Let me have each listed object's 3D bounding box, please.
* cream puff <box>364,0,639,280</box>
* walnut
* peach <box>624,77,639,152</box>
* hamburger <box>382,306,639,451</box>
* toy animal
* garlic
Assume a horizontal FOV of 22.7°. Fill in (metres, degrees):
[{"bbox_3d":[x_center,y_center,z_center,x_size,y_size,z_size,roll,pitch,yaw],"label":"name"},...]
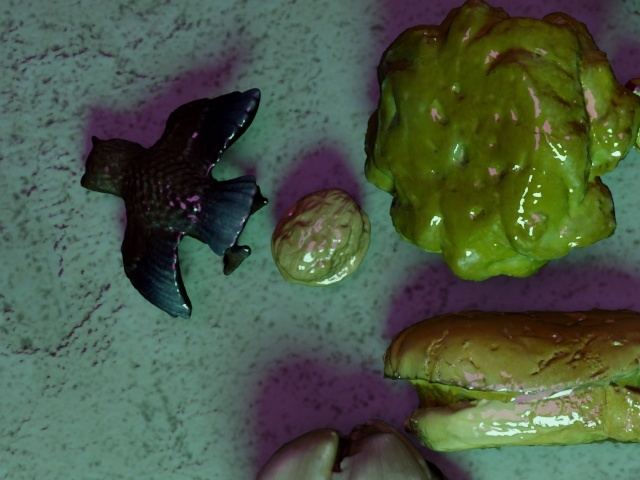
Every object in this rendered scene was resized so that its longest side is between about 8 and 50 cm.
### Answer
[{"bbox_3d":[0.151,-0.084,1.344,0.196,0.244,0.244,2,83,-23],"label":"cream puff"},{"bbox_3d":[0.000,0.000,1.415,0.082,0.079,0.096,41,89,12],"label":"walnut"},{"bbox_3d":[0.301,-0.116,1.401,0.083,0.050,0.077,-33,104,12],"label":"peach"},{"bbox_3d":[0.184,0.115,1.353,0.262,0.131,0.124,-3,83,3],"label":"hamburger"},{"bbox_3d":[-0.136,-0.048,1.421,0.179,0.116,0.218,20,93,9],"label":"toy animal"},{"bbox_3d":[0.039,0.251,1.342,0.214,0.160,0.191,14,91,12],"label":"garlic"}]
